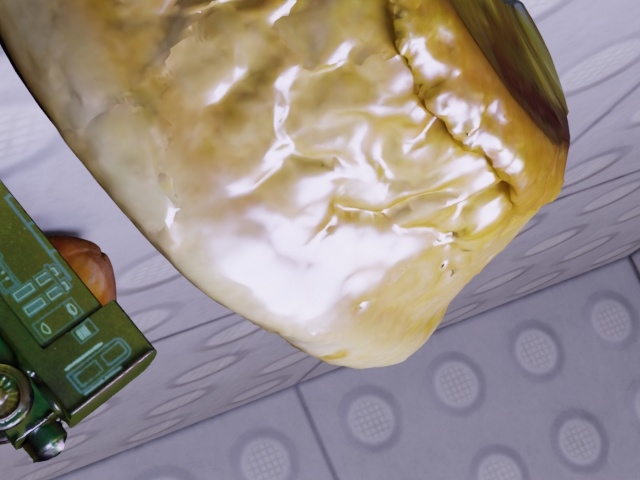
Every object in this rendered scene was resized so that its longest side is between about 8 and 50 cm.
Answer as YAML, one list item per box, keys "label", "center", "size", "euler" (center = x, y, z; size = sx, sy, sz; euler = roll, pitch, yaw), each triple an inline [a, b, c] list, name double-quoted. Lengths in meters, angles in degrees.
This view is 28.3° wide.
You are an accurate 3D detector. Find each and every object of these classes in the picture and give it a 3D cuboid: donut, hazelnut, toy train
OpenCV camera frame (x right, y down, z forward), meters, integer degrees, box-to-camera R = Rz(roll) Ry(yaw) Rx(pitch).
- label: "donut"
  center: [-0.015, -0.112, 0.491]
  size: [0.160, 0.330, 0.330]
  euler: [-39, 164, 13]
- label: "hazelnut"
  center: [-0.248, 0.066, 1.143]
  size: [0.150, 0.150, 0.150]
  euler: [-23, 168, -5]
- label: "toy train"
  center: [-0.236, 0.049, 0.930]
  size: [0.137, 0.225, 0.090]
  euler: [-38, 175, -19]
